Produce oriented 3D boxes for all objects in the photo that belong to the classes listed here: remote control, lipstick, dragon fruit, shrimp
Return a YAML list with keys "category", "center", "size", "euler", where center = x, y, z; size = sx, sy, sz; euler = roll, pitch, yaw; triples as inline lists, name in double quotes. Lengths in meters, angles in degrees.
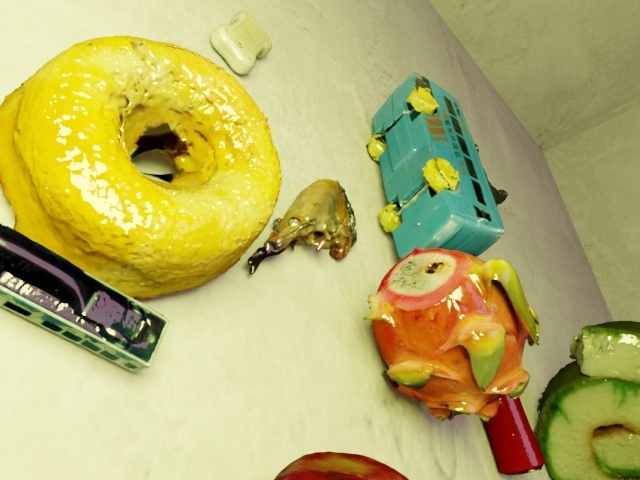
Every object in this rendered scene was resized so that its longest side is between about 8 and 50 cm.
- category: "remote control"
  center: [-0.116, -0.295, 0.713]
  size: [0.074, 0.032, 0.122]
  euler: [48, 36, -20]
- category: "lipstick"
  center: [0.308, 0.274, 0.835]
  size: [0.080, 0.080, 0.241]
  euler: [13, 57, -50]
- category: "dragon fruit"
  center: [0.173, 0.125, 0.637]
  size: [0.227, 0.224, 0.224]
  euler: [52, 34, -22]
- category: "shrimp"
  center: [0.000, -0.007, 0.631]
  size: [0.117, 0.066, 0.262]
  euler: [54, 35, -12]

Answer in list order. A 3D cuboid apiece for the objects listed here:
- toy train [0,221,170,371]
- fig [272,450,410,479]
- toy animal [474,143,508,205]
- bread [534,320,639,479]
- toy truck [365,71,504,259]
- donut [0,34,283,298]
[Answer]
- category: "toy train"
  center: [-0.205, 0.027, 0.337]
  size: [0.207, 0.047, 0.043]
  euler: [40, 44, -29]
- category: "fig"
  center: [0.017, 0.283, 0.311]
  size: [0.224, 0.224, 0.263]
  euler: [-10, 76, -56]
- category: "toy animal"
  center: [0.324, -0.205, 1.193]
  size: [0.343, 0.106, 0.168]
  euler: [51, 41, -5]
- category: "bread"
  center: [0.600, 0.341, 0.924]
  size: [0.129, 0.366, 0.381]
  euler: [-14, 81, -62]
- category: "toy truck"
  center: [0.199, -0.131, 0.869]
  size: [0.162, 0.161, 0.384]
  euler: [19, 47, -26]
- category: "donut"
  center: [-0.150, -0.068, 0.437]
  size: [0.254, 0.118, 0.253]
  euler: [17, 61, -33]
